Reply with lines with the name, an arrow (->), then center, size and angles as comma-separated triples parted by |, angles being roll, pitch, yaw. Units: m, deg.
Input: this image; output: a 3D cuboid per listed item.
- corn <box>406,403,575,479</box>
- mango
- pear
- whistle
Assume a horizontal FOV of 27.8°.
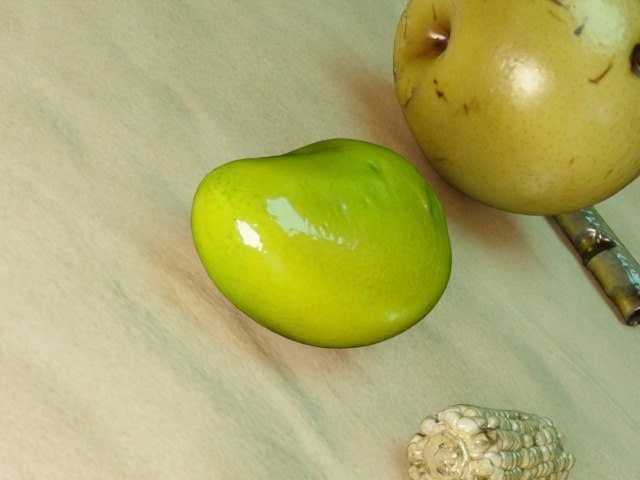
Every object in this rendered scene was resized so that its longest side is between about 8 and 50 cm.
corn -> 0.157, 0.182, 1.124 | 0.211, 0.087, 0.087 | 6, 44, -52
mango -> 0.006, 0.007, 1.093 | 0.185, 0.149, 0.273 | 58, 32, 8
pear -> 0.257, -0.200, 1.576 | 0.348, 0.348, 0.348 | 35, 27, -20
whistle -> 0.357, -0.025, 1.779 | 0.068, 0.057, 0.326 | 14, 38, -52
